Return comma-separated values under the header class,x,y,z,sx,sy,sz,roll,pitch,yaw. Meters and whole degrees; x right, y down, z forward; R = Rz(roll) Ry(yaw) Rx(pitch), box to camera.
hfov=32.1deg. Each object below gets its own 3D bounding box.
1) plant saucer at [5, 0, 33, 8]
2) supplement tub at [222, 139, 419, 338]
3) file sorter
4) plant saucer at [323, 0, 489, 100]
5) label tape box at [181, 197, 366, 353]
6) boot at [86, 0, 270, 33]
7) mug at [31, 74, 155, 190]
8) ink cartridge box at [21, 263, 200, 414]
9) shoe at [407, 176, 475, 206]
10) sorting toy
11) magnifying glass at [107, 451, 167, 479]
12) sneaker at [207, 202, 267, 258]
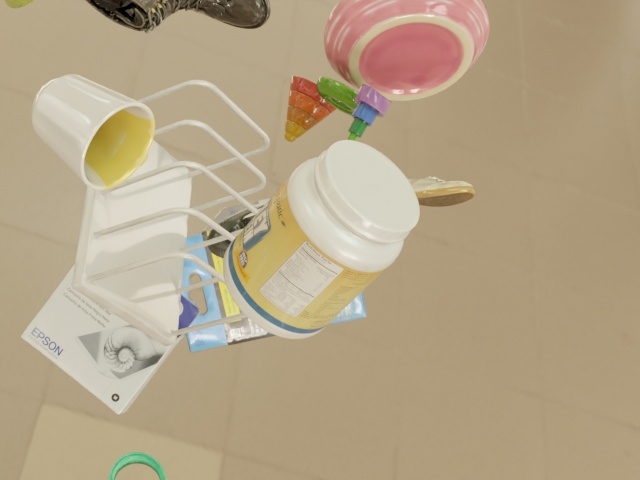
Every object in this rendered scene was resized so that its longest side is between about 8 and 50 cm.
class,x,y,z,sx,sy,sz,roll,pitch,yaw
plant saucer,-0.558,-0.567,2.170,0.037,0.241,0.241,31,39,-41
supplement tub,0.000,0.000,1.214,0.144,0.200,0.144,26,39,-23
file sorter,-0.182,-0.038,1.458,0.193,0.173,0.278,41,42,-47
plant saucer,0.174,-0.388,2.207,0.332,0.332,0.084,9,53,-23
label tape box,-0.100,0.052,2.041,0.333,0.241,0.106,-11,26,-2
boot,-0.226,-0.363,1.704,0.263,0.091,0.229,23,33,4
mug,-0.149,-0.069,0.713,0.064,0.078,0.062,33,59,23
ink cartridge box,-0.356,0.142,1.892,0.223,0.224,0.045,37,1,5
shoe,0.181,-0.097,2.090,0.219,0.076,0.058,-4,75,16
sorting toy,0.014,-0.244,2.220,0.127,0.365,0.126,32,85,-26
magnifying glass,-0.272,0.429,1.682,0.092,0.026,0.231,-1,57,-17
sneaker,-0.053,-0.025,1.544,0.234,0.106,0.078,-10,79,10
